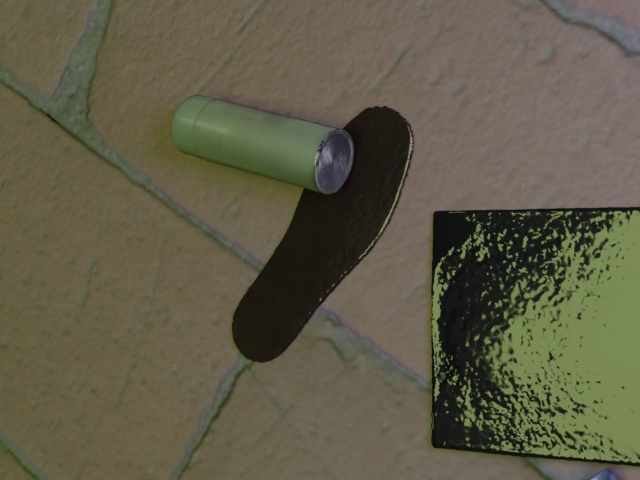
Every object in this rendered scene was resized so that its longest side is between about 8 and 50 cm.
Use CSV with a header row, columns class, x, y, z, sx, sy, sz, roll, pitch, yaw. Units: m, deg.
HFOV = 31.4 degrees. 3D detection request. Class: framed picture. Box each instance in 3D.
class,x,y,z,sx,sy,sz,roll,pitch,yaw
framed picture,0.254,0.090,1.088,0.324,0.013,0.244,0,89,29

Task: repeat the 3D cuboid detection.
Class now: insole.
class,x,y,z,sx,sy,sz,roll,pitch,yaw
insole,0.000,0.000,1.239,0.111,0.007,0.327,41,109,25

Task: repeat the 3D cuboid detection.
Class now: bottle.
class,x,y,z,sx,sy,sz,roll,pitch,yaw
bottle,-0.065,-0.107,1.236,0.202,0.072,0.072,18,98,32

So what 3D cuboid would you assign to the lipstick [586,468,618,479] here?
class,x,y,z,sx,sy,sz,roll,pitch,yaw
lipstick,0.291,0.287,1.042,0.048,0.048,0.158,-41,70,23
